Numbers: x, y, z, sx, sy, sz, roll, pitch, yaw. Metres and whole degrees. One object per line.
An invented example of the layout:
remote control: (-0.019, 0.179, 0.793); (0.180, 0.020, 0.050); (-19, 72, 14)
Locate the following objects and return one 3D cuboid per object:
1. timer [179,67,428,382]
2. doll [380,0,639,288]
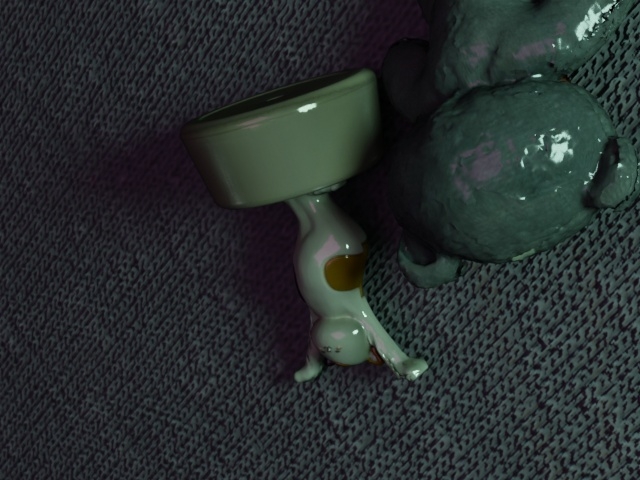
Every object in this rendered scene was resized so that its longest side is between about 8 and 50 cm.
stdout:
timer: (0.000, 0.000, 1.020); (0.175, 0.175, 0.266); (-10, 104, 32)
doll: (0.154, -0.135, 0.919); (0.246, 0.158, 0.340); (-22, 54, 39)
